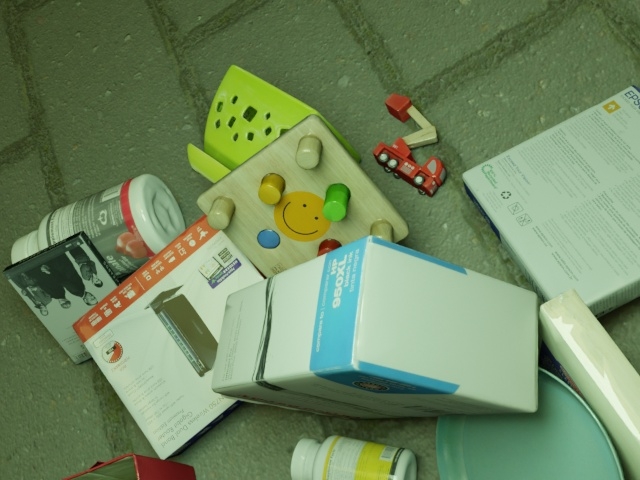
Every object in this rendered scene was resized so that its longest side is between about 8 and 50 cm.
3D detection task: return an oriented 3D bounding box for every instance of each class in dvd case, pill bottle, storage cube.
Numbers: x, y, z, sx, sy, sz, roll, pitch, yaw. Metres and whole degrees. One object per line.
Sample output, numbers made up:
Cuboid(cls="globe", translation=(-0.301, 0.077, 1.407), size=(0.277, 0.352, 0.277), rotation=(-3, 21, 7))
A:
Cuboid(cls="dvd case", translation=(-0.465, 0.115, 1.369), size=(0.179, 0.239, 0.029), rotation=(-24, 25, 11))
Cuboid(cls="pill bottle", translation=(-0.448, 0.000, 1.427), size=(0.318, 0.176, 0.176), rotation=(-20, 62, 13))
Cuboid(cls="storage cube", translation=(-0.314, 0.475, 1.162), size=(0.183, 0.193, 0.215), rotation=(-23, 61, 11))
Cuboid(cls="pill bottle", translation=(0.052, 0.364, 1.114), size=(0.184, 0.103, 0.103), rotation=(4, 70, 24))

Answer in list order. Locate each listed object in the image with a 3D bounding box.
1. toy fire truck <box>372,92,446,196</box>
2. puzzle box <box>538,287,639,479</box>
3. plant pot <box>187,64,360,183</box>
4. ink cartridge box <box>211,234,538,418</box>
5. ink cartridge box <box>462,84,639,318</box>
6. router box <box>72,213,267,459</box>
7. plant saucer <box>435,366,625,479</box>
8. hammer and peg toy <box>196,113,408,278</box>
Cuboid(cls="toy fire truck", translation=(0.173, -0.181, 1.331), size=(0.192, 0.047, 0.135), rotation=(37, 84, 29))
Cuboid(cls="puzzle box", translation=(0.411, 0.279, 0.909), size=(0.052, 0.272, 0.409), rotation=(-29, 61, 0))
Cuboid(cls="plant pot", translation=(-0.096, -0.159, 1.334), size=(0.227, 0.228, 0.207), rotation=(35, 90, 29))
Cuboid(cls="ink cartridge box", translation=(0.059, 0.149, 1.001), size=(0.395, 0.285, 0.166), rotation=(-24, 53, 54))
Cuboid(cls="ink cartridge box", translation=(0.446, -0.061, 1.126), size=(0.330, 0.071, 0.324), rotation=(-27, 50, 3))
Cuboid(cls="router box", translation=(-0.225, 0.166, 1.277), size=(0.335, 0.082, 0.301), rotation=(-40, 76, 2))
Cuboid(cls="plant saucer", translation=(0.288, 0.320, 0.986), size=(0.317, 0.043, 0.318), rotation=(8, 100, 53))
Cuboid(cls="hammer and peg toy", translation=(0.000, 0.000, 1.166), size=(0.266, 0.361, 0.127), rotation=(-31, 24, 24))
